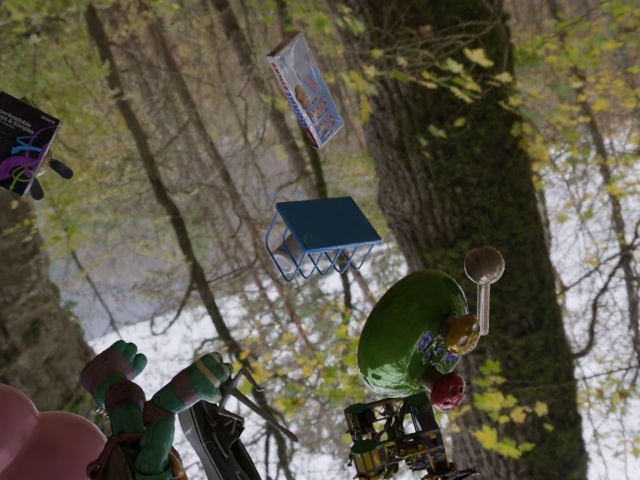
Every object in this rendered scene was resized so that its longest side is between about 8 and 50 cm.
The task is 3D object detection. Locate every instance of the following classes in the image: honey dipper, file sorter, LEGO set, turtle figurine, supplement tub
[{"bbox_3d":[-0.372,0.364,1.247,0.030,0.160,0.030,-46,-159,23],"label":"honey dipper"},{"bbox_3d":[0.000,0.000,1.159,0.170,0.118,0.104,-7,140,-36],"label":"file sorter"},{"bbox_3d":[0.181,0.484,1.396,0.255,0.192,0.331,-16,-175,-8],"label":"LEGO set"},{"bbox_3d":[-0.109,0.165,0.453,0.118,0.175,0.234,-1,-168,-35],"label":"turtle figurine"},{"bbox_3d":[-0.066,0.023,1.568,0.071,0.071,0.107,-14,-152,50],"label":"supplement tub"}]

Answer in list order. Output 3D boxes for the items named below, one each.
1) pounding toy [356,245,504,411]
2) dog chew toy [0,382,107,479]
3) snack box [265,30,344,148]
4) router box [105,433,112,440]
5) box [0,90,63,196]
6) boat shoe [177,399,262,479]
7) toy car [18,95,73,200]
[{"bbox_3d":[0.171,0.129,0.808,0.237,0.183,0.110,-28,-143,-25],"label":"pounding toy"},{"bbox_3d":[-0.295,0.283,0.674,0.206,0.332,0.207,-31,-158,14],"label":"dog chew toy"},{"bbox_3d":[-0.020,-0.228,0.961,0.022,0.178,0.064,23,-116,42],"label":"snack box"},{"bbox_3d":[-0.566,0.578,1.335,0.081,0.243,0.309,23,-169,27],"label":"router box"},{"bbox_3d":[-0.571,-0.179,1.161,0.162,0.116,0.029,-64,-167,-2],"label":"box"},{"bbox_3d":[-0.223,0.449,1.428,0.119,0.335,0.121,-25,-179,9],"label":"boat shoe"},{"bbox_3d":[-0.638,-0.190,1.368,0.155,0.188,0.149,-39,-167,-7],"label":"toy car"}]
